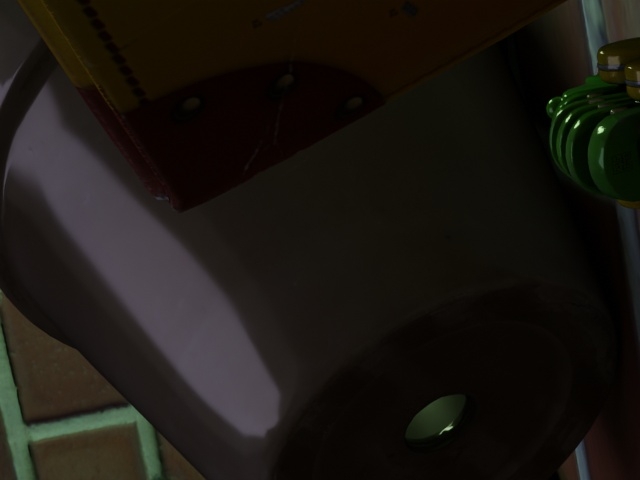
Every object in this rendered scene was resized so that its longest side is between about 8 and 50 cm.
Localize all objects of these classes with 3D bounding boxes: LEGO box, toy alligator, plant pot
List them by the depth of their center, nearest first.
[{"bbox_3d":[-0.086,-0.290,0.266,0.372,0.193,0.500,60,178,27],"label":"LEGO box"},{"bbox_3d":[0.102,-0.041,0.554,0.189,0.051,0.056,-107,6,-76],"label":"toy alligator"},{"bbox_3d":[0.000,0.000,0.812,0.280,0.323,0.323,55,163,42],"label":"plant pot"}]

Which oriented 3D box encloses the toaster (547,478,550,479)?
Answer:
[{"bbox_3d":[0.112,0.223,1.035,0.185,0.110,0.168,-103,4,-62],"label":"toaster"}]
